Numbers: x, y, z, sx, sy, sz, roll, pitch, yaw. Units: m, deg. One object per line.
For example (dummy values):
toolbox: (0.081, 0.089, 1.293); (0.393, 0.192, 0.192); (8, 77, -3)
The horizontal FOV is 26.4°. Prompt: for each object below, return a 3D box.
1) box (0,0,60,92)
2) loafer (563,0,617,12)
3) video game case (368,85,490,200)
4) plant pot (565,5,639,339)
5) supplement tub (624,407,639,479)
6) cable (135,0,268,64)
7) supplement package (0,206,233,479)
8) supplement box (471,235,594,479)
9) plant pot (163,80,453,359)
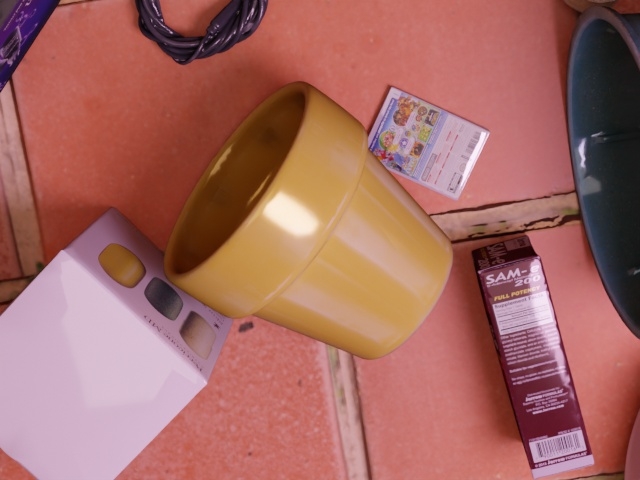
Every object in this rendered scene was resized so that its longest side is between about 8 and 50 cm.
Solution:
box: (-0.344, -0.261, 1.433); (0.103, 0.184, 0.261); (35, 100, -6)
loafer: (0.311, -0.371, 1.430); (0.102, 0.092, 0.268); (12, 100, 0)
video game case: (0.117, -0.108, 1.527); (0.122, 0.011, 0.087); (24, 101, -2)
plant pot: (0.457, -0.091, 1.372); (0.334, 0.341, 0.341); (-10, 100, -4)
supplement tub: (0.486, 0.255, 1.484); (0.272, 0.191, 0.191); (14, 100, 1)
cable: (-0.126, -0.282, 1.495); (0.150, 0.047, 0.184); (10, 98, -4)
supplement package: (-0.239, 0.118, 1.455); (0.199, 0.263, 0.198); (43, 99, -6)
supplement box: (0.232, 0.126, 1.504); (0.073, 0.130, 0.239); (-15, 98, 5)
plant pot: (0.000, 0.000, 1.446); (0.239, 0.254, 0.254); (36, 100, -19)
